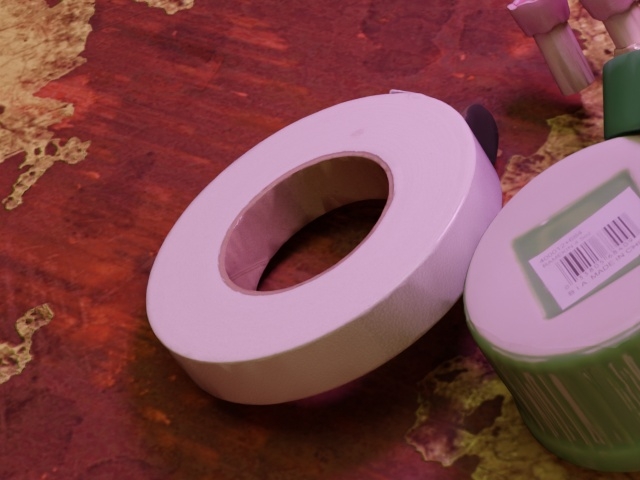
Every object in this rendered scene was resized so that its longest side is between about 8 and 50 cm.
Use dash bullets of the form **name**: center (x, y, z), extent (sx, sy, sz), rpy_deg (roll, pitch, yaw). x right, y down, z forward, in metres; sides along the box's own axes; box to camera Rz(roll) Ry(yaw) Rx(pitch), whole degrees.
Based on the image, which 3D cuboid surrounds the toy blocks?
- **toy blocks**: center (0.372, -0.343, 1.657), extent (0.288, 0.260, 0.309), rpy_deg (-36, 16, -26)

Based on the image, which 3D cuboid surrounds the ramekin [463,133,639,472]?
- **ramekin**: center (0.278, 0.045, 1.424), extent (0.303, 0.148, 0.303), rpy_deg (-27, 35, 22)

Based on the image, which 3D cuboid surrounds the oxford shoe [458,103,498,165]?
- **oxford shoe**: center (0.139, -0.050, 1.702), extent (0.076, 0.076, 0.212), rpy_deg (-23, 38, 42)

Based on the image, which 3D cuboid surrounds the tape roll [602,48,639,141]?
- **tape roll**: center (0.434, -0.136, 1.495), extent (0.321, 0.321, 0.077), rpy_deg (-2, 86, 17)

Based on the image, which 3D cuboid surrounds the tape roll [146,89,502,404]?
- **tape roll**: center (0.000, 0.000, 1.613), extent (0.392, 0.072, 0.392), rpy_deg (-24, 34, 17)
